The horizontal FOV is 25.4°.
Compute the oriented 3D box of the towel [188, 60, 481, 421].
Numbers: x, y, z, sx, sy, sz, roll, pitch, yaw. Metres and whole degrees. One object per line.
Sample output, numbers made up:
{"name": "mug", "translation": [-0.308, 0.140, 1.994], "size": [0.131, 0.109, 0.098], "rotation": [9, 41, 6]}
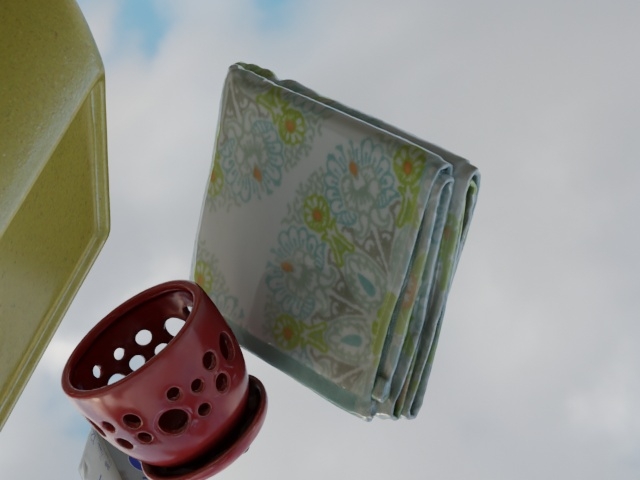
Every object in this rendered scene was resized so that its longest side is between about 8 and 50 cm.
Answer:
{"name": "towel", "translation": [0.000, 0.000, 1.631], "size": [0.374, 0.090, 0.320], "rotation": [28, -68, 38]}

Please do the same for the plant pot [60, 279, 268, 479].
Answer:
{"name": "plant pot", "translation": [-0.167, 0.166, 1.590], "size": [0.191, 0.174, 0.191], "rotation": [-26, -152, 15]}

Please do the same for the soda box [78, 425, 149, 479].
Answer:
{"name": "soda box", "translation": [-0.215, 0.348, 1.795], "size": [0.286, 0.091, 0.098], "rotation": [52, -48, 46]}

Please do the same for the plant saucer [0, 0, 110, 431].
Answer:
{"name": "plant saucer", "translation": [-0.244, 0.008, 1.070], "size": [0.081, 0.333, 0.332], "rotation": [21, -122, 6]}
